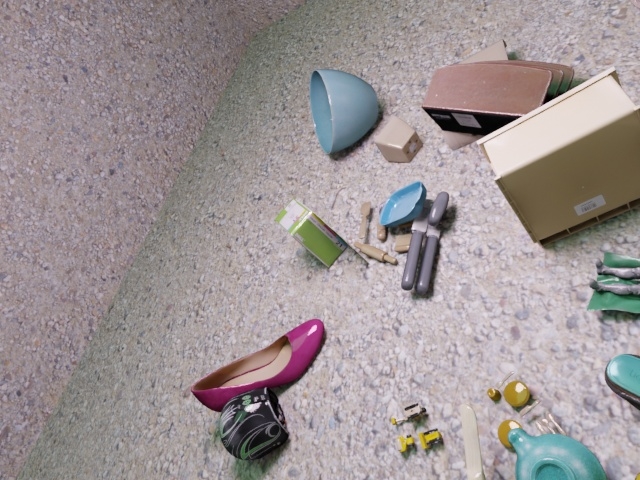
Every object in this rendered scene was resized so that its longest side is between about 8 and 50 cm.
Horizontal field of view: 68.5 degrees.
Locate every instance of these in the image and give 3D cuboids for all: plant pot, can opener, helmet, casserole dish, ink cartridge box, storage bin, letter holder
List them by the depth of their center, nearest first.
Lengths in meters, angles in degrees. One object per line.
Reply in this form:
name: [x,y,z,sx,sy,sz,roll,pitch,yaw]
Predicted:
storage bin: [0.498,-0.142,0.930,0.262,0.260,0.123,-28,40,26]
helmet: [-0.175,0.463,1.178,0.161,0.169,0.169,-29,37,-2]
can opener: [0.262,-0.001,1.187,0.074,0.093,0.280,15,65,8]
letter holder: [0.453,-0.393,1.201,0.301,0.152,0.215,20,89,39]
casserole dish: [0.226,-0.093,1.273,0.188,0.037,0.114,-26,40,63]
ink cartridge box: [0.000,0.000,1.376,0.097,0.189,0.255,-48,36,-1]
plant pot: [0.253,-0.307,1.472,0.096,0.109,0.109,33,83,42]
plant pot: [0.092,-0.471,1.676,0.195,0.290,0.290,-13,36,-11]

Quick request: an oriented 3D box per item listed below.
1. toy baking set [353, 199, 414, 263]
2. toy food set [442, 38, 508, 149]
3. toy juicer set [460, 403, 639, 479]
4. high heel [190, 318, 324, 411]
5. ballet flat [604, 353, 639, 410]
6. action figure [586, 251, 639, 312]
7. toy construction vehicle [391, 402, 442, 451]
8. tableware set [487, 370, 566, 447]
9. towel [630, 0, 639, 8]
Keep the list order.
toy baking set: [0.188,-0.031,1.350,0.256,0.030,0.197,19,66,45]
toy food set: [0.466,-0.430,1.386,0.219,0.092,0.306,-21,53,32]
toy juicer set: [0.362,0.410,0.731,0.329,0.089,0.209,8,76,40]
high heel: [-0.161,0.325,1.256,0.377,0.181,0.127,-47,36,3]
ballet flat: [0.548,0.255,0.659,0.095,0.096,0.280,-46,35,-3]
action figure: [0.598,0.076,0.804,0.232,0.063,0.137,6,59,44]
toy construction vehicle: [0.196,0.387,0.963,0.098,0.035,0.086,-35,49,22]
tableware set: [0.362,0.325,0.854,0.104,0.024,0.154,-46,37,10]
towel: [0.889,-0.583,1.106,0.187,0.049,0.282,-31,41,25]
